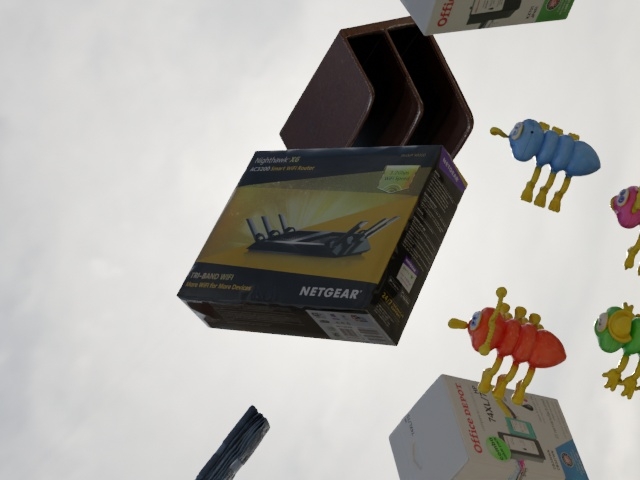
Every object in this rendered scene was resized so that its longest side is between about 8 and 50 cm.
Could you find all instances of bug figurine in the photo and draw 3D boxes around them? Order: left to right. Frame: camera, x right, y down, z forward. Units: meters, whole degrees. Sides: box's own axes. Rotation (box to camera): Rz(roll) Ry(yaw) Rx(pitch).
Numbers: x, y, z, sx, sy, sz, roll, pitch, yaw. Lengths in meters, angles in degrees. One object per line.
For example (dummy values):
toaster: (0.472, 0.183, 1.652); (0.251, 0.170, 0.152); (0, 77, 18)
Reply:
bug figurine: (0.237, 0.016, 1.082); (0.072, 0.216, 0.279); (117, 169, -68)

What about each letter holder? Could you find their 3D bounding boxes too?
letter holder: (0.084, -0.169, 1.876); (0.152, 0.302, 0.214); (-16, -109, -27)

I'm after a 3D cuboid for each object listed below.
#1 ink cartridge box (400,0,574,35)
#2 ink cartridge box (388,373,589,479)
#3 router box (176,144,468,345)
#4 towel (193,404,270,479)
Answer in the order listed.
ink cartridge box: (0.211, -0.333, 1.429); (0.208, 0.087, 0.153); (-11, -36, -22)
ink cartridge box: (0.299, 0.395, 2.180); (0.270, 0.197, 0.198); (15, -141, -27)
router box: (0.000, 0.000, 1.498); (0.081, 0.309, 0.243); (50, -126, -39)
towel: (-0.102, 0.254, 1.421); (0.119, 0.029, 0.067); (-53, -18, -17)
